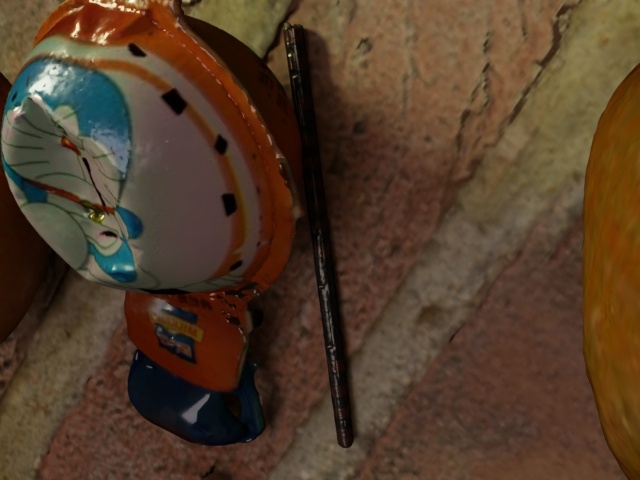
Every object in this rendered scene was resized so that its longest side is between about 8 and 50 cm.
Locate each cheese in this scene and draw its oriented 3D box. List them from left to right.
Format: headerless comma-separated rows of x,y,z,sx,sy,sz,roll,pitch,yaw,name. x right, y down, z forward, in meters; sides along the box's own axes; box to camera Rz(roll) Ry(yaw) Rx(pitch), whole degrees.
-0.093,-0.012,0.790,0.217,0.129,0.329,21,132,32,cheese

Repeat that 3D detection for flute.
0.000,0.000,0.801,0.014,0.014,0.269,0,104,32,flute

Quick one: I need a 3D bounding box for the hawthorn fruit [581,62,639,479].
0.228,0.040,0.531,0.277,0.277,0.298,28,136,23,hawthorn fruit

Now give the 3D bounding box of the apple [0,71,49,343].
-0.277,-0.026,0.875,0.210,0.173,0.235,25,105,21,apple
